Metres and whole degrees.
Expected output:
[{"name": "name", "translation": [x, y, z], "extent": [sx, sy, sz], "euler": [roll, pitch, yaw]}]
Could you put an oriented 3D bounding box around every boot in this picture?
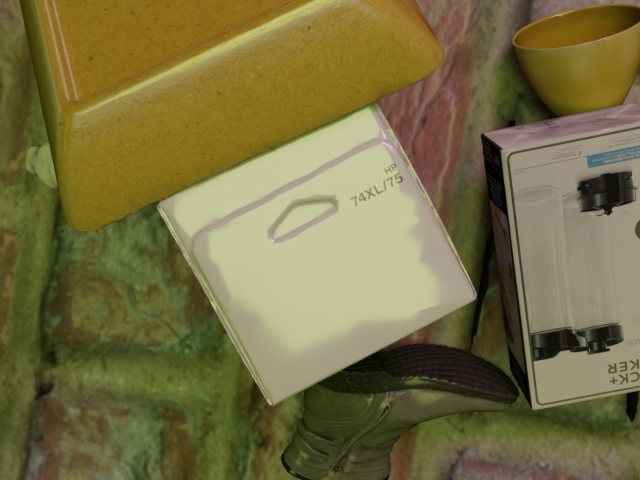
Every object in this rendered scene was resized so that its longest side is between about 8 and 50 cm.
[{"name": "boot", "translation": [0.086, 0.201, 0.833], "extent": [0.247, 0.083, 0.161], "euler": [7, 112, -12]}]

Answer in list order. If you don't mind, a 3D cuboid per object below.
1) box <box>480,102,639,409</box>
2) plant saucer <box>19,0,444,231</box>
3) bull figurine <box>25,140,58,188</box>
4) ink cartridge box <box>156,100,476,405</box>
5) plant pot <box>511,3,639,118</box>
[{"name": "box", "translation": [0.274, 0.019, 0.769], "extent": [0.169, 0.087, 0.289], "euler": [-10, 109, 2]}, {"name": "plant saucer", "translation": [-0.113, -0.217, 0.622], "extent": [0.333, 0.081, 0.332], "euler": [-24, 64, 5]}, {"name": "bull figurine", "translation": [-0.133, -0.108, 0.757], "extent": [0.311, 0.188, 0.101], "euler": [-20, 97, 1]}, {"name": "ink cartridge box", "translation": [0.000, 0.000, 0.721], "extent": [0.198, 0.270, 0.197], "euler": [-28, 92, 3]}, {"name": "plant pot", "translation": [0.278, -0.183, 0.788], "extent": [0.134, 0.134, 0.095], "euler": [-17, 117, 2]}]
